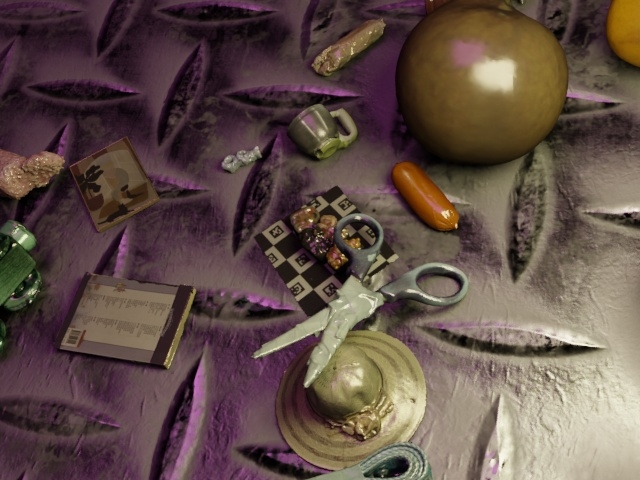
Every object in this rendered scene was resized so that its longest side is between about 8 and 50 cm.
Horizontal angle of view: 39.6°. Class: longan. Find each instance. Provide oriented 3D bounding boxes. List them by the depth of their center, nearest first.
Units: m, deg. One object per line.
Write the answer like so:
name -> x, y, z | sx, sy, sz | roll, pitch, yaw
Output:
longan -> 0.278, -0.279, 1.550 | 0.319, 0.319, 0.319 | -7, 55, 10

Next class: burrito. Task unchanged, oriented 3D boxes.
burrito -> 0.063, -0.404, 1.844 | 0.188, 0.045, 0.058 | -39, 63, -14

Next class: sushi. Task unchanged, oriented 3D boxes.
sushi -> 0.000, 0.000, 1.580 | 0.192, 0.050, 0.215 | -33, 54, -8

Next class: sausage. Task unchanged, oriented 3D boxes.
sausage -> 0.181, -0.082, 1.587 | 0.062, 0.054, 0.183 | -45, 55, 17

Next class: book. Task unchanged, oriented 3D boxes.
book -> -0.350, 0.141, 1.597 | 0.231, 0.026, 0.157 | 6, 61, 20

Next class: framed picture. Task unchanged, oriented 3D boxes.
framed picture -> -0.419, -0.117, 1.798 | 0.136, 0.010, 0.201 | -29, 55, -5

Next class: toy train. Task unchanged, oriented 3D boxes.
toy train -> -0.662, 0.088, 1.641 | 0.238, 0.167, 0.299 | 13, 59, 34

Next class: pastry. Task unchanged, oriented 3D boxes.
pastry -> -0.666, -0.144, 1.830 | 0.265, 0.103, 0.112 | 6, 65, 21

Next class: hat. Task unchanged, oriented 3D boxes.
hat -> 0.037, 0.221, 1.384 | 0.252, 0.110, 0.252 | -8, 55, 11

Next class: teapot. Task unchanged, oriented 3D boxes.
teapot -> 0.008, -0.208, 1.700 | 0.124, 0.092, 0.091 | -37, 72, -3

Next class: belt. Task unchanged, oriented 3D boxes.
belt -> 0.019, 0.380, 1.301 | 0.302, 0.072, 0.087 | -21, 51, 1

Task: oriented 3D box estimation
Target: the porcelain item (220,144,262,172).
porcelain item -> -0.157, -0.160, 1.745 | 0.083, 0.028, 0.036 | -24, 56, 0

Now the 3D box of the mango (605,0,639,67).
mango -> 0.728, -0.433, 1.577 | 0.446, 0.232, 0.300 | -17, 58, 12

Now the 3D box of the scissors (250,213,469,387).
scissors -> 0.045, 0.099, 1.418 | 0.256, 0.029, 0.383 | 33, 49, 22

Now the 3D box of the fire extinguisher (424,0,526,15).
fire extinguisher -> 0.336, -0.518, 1.809 | 0.252, 0.106, 0.075 | -4, 36, 13
